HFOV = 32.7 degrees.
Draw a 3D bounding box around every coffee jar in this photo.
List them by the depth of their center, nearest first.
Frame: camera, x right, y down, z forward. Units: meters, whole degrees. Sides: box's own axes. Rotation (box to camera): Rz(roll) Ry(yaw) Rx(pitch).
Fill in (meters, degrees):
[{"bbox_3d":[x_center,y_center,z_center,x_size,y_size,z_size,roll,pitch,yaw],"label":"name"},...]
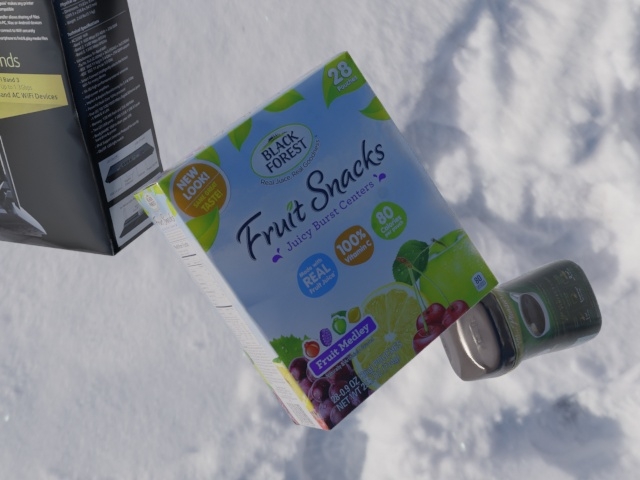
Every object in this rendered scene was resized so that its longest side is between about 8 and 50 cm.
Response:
[{"bbox_3d":[0.205,0.083,1.138,0.184,0.079,0.096,-13,79,-39],"label":"coffee jar"}]

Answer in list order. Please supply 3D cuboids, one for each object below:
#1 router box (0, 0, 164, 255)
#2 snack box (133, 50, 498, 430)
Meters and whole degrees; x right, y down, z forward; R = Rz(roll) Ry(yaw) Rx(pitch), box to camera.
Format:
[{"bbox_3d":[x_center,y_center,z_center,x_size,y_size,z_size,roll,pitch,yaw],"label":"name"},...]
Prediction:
[{"bbox_3d":[-0.278,-0.126,0.813,0.309,0.081,0.242,7,121,27],"label":"router box"},{"bbox_3d":[0.000,0.000,0.775,0.174,0.070,0.207,-39,99,-22],"label":"snack box"}]
